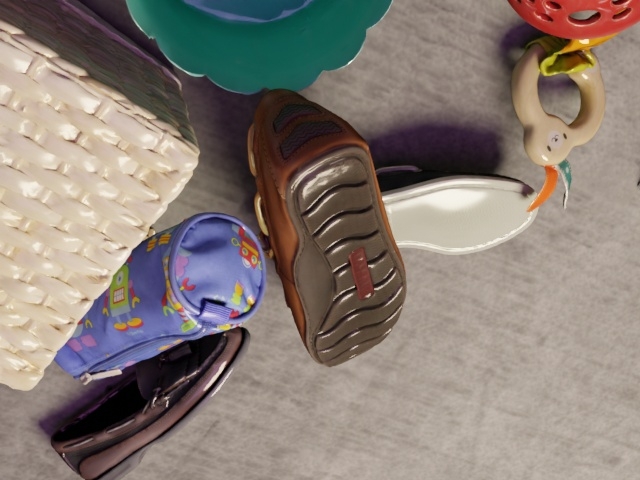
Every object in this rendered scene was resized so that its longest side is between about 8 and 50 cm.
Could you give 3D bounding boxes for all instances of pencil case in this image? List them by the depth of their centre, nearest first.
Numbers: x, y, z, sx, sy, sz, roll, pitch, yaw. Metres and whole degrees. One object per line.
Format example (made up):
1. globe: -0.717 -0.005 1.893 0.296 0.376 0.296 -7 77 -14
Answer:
1. pencil case: -0.190 0.070 1.049 0.119 0.133 0.306 17 152 -38

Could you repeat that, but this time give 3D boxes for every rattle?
1. rattle: 0.288 -0.136 1.074 0.130 0.142 0.200 24 70 -39

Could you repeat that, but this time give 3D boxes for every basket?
1. basket: -0.334 -0.081 0.946 0.331 0.266 0.328 32 104 -28

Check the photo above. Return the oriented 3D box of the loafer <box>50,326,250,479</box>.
1. loafer: -0.217 0.197 1.223 0.095 0.109 0.302 40 108 -21

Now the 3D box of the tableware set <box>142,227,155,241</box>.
1. tableware set: -0.261 0.052 1.185 0.168 0.020 0.141 -4 116 -6

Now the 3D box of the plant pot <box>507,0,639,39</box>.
1. plant pot: 0.254 -0.314 0.951 0.191 0.191 0.174 -37 160 10

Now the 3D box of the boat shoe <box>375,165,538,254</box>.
1. boat shoe: 0.101 -0.043 1.153 0.302 0.091 0.114 -4 126 -7

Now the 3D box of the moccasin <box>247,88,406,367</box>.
1. moccasin: -0.003 0.002 1.030 0.139 0.147 0.380 -30 142 -6

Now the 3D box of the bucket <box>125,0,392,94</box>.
1. bucket: -0.064 -0.298 0.942 0.281 0.183 0.281 -4 117 -7

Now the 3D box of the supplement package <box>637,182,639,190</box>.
1. supplement package: 0.499 -0.017 1.226 0.105 0.105 0.179 -37 116 10
